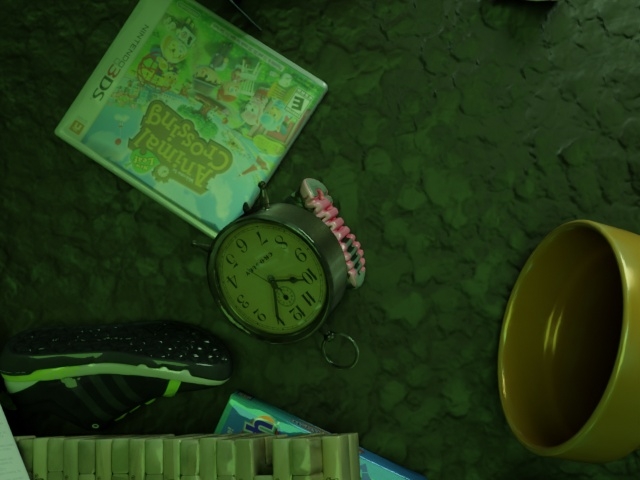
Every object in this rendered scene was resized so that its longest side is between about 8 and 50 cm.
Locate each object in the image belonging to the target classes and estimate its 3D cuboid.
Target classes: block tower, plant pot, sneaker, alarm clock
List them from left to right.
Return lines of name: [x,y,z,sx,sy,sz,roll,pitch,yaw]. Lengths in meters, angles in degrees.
sneaker: [-0.201,0.138,0.795,0.234,0.084,0.097,1,111,4]
block tower: [-0.136,0.221,0.726,0.335,0.091,0.097,-6,78,17]
alarm clock: [-0.028,0.045,0.769,0.129,0.064,0.192,-37,90,29]
sneaker: [0.000,0.000,0.801,0.057,0.047,0.119,-31,85,23]
plant pot: [0.288,0.102,0.711,0.187,0.205,0.205,14,88,-12]

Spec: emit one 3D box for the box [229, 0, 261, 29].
box: [-0.139,-0.299,0.769,0.225,0.136,0.036,45,97,3]

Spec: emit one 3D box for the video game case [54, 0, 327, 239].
video game case: [-0.132,-0.132,0.818,0.212,0.023,0.193,33,90,4]

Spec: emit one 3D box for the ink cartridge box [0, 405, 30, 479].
ink cartridge box: [-0.383,0.205,0.753,0.206,0.045,0.208,-38,64,12]

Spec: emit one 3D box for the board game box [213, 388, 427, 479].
board game box: [-0.023,0.263,0.782,0.210,0.047,0.160,23,89,5]
